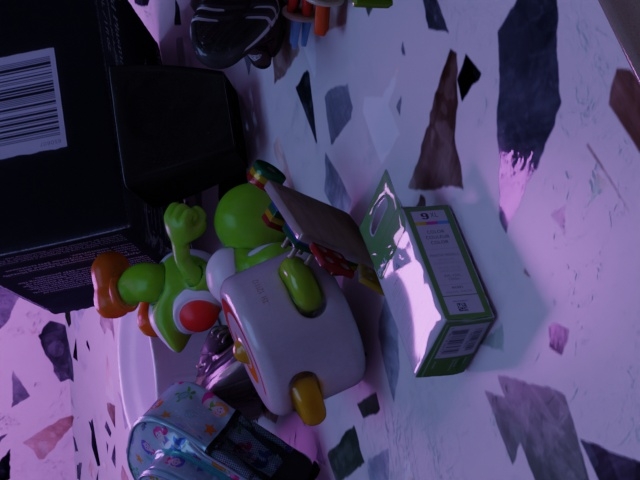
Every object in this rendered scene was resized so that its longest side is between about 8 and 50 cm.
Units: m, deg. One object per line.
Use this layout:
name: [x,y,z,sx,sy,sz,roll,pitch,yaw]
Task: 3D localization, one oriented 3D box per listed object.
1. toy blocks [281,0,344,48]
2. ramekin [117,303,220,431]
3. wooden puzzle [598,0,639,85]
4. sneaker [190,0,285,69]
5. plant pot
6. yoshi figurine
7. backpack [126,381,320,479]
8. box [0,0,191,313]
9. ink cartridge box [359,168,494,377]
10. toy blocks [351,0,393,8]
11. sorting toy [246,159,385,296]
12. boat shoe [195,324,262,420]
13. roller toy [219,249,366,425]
toy blocks: [-0.010,-0.303,1.780,0.123,0.054,0.148,-124,36,-52]
ramekin: [-0.257,0.224,2.421,0.277,0.135,0.277,176,90,-68]
wooden puzzle: [0.320,-0.235,0.932,0.348,0.081,0.322,121,139,-49]
sneaker: [-0.093,-0.277,1.877,0.281,0.107,0.162,-71,-18,-45]
plant pot: [-0.207,-0.168,2.114,0.187,0.167,0.188,57,-157,-78]
yoshi figurine: [-0.160,0.021,2.034,0.362,0.203,0.203,-15,108,39]
backpack: [-0.162,0.334,1.990,0.253,0.191,0.225,37,142,15]
box: [-0.424,-0.165,2.318,0.472,0.298,0.479,64,-165,-77]
ink cartridge box: [0.114,0.033,1.527,0.109,0.062,0.209,111,147,-48]
toy blocks: [0.068,-0.468,1.427,0.261,0.191,0.381,-29,68,55]
sorting toy: [0.000,0.000,1.707,0.046,0.132,0.274,-57,35,17]
boat shoe: [-0.131,0.184,2.097,0.355,0.132,0.130,131,130,-60]
roller toy: [-0.041,0.120,1.770,0.191,0.146,0.209,-154,43,-75]
